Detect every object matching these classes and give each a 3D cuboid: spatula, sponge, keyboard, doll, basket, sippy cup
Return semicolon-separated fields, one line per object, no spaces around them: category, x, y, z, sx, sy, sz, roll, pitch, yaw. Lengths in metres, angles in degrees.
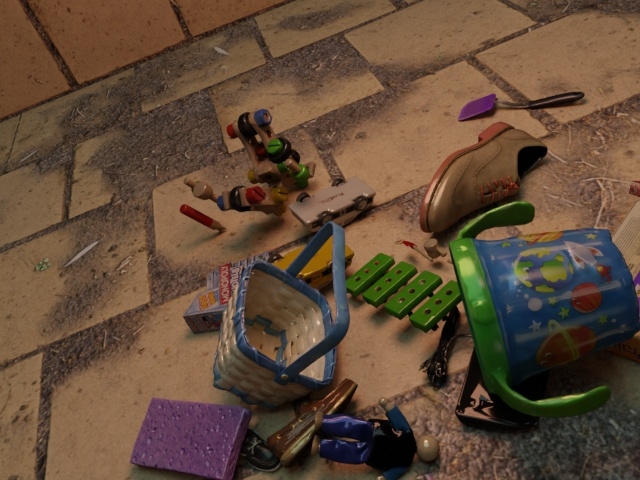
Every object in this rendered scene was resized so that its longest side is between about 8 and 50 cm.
spatula;0.486;-0.337;1.563;0.296;0.030;0.084;0;41;25
sponge;-0.220;0.331;1.076;0.210;0.031;0.117;-3;58;30
keyboard;0.286;0.169;1.069;0.201;0.033;0.317;5;45;28
doll;0.084;0.298;0.960;0.189;0.046;0.129;7;85;7
basket;-0.050;0.130;1.089;0.289;0.201;0.255;-49;24;35
sippy cup;0.324;0.085;0.935;0.224;0.305;0.240;-15;-5;9

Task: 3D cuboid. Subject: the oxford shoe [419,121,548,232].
oxford shoe;0.338;-0.127;1.320;0.130;0.123;0.348;27;60;37

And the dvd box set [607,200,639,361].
dvd box set;0.632;0.093;0.969;0.420;0.062;0.307;19;53;40

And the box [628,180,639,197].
box;0.636;-0.079;1.139;0.094;0.027;0.137;-2;19;-16

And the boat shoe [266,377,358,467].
boat shoe;-0.012;0.282;1.034;0.060;0.064;0.178;40;66;21

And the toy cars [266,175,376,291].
toy cars;0.000;0.000;1.359;0.176;0.087;0.393;9;42;13

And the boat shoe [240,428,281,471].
boat shoe;-0.115;0.336;1.053;0.125;0.038;0.046;23;56;42

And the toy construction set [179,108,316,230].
toy construction set;-0.145;-0.124;1.510;0.309;0.237;0.257;-35;52;17

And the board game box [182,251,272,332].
board game box;-0.187;0.111;1.333;0.194;0.060;0.194;-19;39;3

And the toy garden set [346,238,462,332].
toy garden set;0.190;0.072;1.189;0.204;0.049;0.244;-38;30;-19
